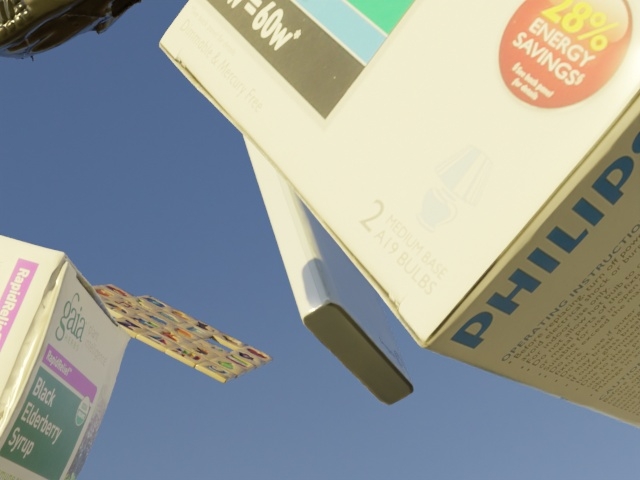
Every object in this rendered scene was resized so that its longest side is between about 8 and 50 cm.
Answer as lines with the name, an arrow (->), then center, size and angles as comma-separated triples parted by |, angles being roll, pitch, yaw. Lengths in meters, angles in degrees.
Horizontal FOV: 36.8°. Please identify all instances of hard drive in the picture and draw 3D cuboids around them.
hard drive -> 0.000, 0.000, 1.151 | 0.047, 0.353, 0.233 | -28, -41, 11

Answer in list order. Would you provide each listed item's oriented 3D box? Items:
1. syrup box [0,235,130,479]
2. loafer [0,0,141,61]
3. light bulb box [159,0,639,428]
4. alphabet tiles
syrup box -> -0.209, 0.034, 0.388 | 0.237, 0.096, 0.093 | 16, -21, 10
loafer -> -0.178, -0.209, 0.757 | 0.220, 0.080, 0.078 | -22, -10, 9
light bulb box -> 0.136, -0.077, 0.715 | 0.225, 0.358, 0.361 | -51, -40, 12
alphabet tiles -> -0.189, 0.110, 1.202 | 0.237, 0.198, 0.009 | 25, -84, 12
